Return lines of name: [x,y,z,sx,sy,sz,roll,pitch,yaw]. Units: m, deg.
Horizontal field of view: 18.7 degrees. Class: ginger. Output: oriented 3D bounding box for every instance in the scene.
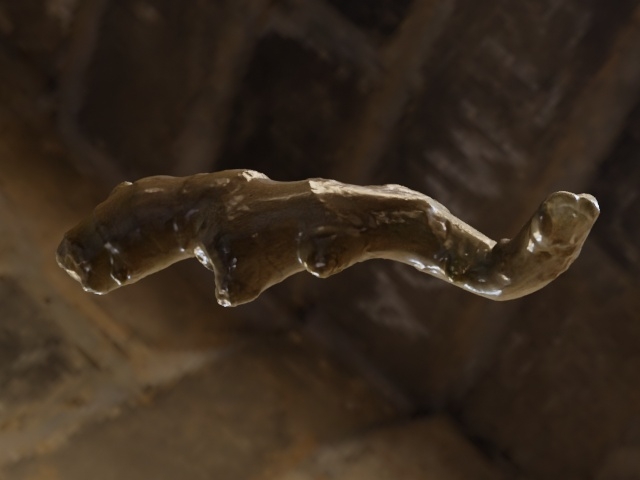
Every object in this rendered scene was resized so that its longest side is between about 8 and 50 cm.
ginger: [0.000,0.000,1.014,0.089,0.288,0.075,-72,160,-47]
